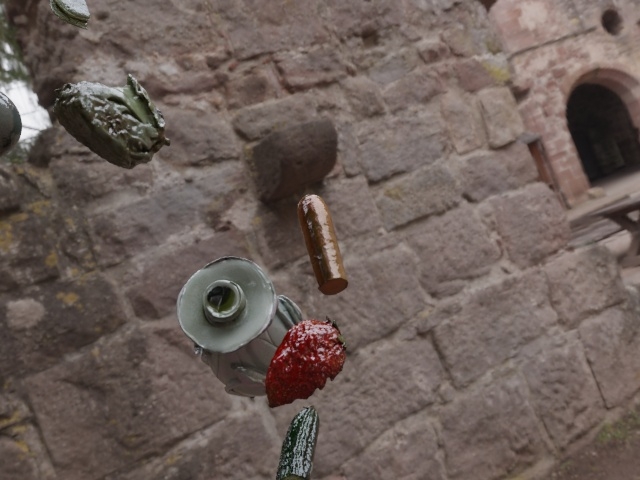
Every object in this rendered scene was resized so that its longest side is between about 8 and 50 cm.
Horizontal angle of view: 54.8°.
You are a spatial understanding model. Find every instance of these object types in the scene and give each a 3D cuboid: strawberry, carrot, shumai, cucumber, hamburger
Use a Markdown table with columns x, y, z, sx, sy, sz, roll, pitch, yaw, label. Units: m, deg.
| x | y | z | sx | sy | sz | roll | pitch | yaw | label |
| --- | --- | --- | --- | --- | --- | --- | --- | --- | --- |
| -0.039 | 0.206 | 1.076 | 0.187 | 0.082 | 0.146 | -49 | 26 | -17 | strawberry |
| 0.000 | 0.000 | 1.194 | 0.067 | 0.225 | 0.067 | -9 | -37 | -7 | carrot |
| -0.327 | -0.207 | 1.005 | 0.142 | 0.184 | 0.184 | -54 | 8 | -16 | shumai |
| -0.048 | 0.450 | 1.323 | 0.077 | 0.077 | 0.265 | -22 | 19 | 13 | cucumber |
| -0.624 | -0.577 | 1.523 | 0.054 | 0.121 | 0.084 | -37 | -18 | 26 | hamburger |

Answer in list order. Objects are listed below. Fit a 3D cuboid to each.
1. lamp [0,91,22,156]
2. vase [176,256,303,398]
| x | y | z | sx | sy | sz | roll | pitch | yaw | label |
| --- | --- | --- | --- | --- | --- | --- | --- | --- | --- |
| -0.466 | -0.161 | 0.847 | 0.105 | 0.105 | 0.105 | -21 | -2 | -1 | lamp |
| -0.157 | 0.195 | 1.325 | 0.249 | 0.250 | 0.445 | -21 | -24 | -4 | vase |
